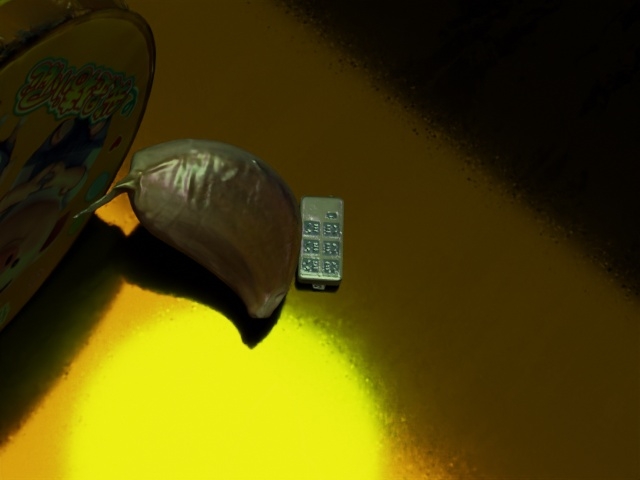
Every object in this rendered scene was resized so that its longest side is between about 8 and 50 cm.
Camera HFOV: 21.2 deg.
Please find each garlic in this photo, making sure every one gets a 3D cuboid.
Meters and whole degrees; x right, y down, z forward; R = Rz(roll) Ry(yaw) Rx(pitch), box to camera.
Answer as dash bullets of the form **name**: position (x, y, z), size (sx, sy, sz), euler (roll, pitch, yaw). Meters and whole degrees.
- **garlic**: position (-0.103, -0.026, 1.464), size (0.198, 0.090, 0.129), euler (32, 61, -25)

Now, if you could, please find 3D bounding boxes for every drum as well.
- **drum**: position (-0.334, -0.065, 1.290), size (0.214, 0.431, 0.431), euler (37, 67, 11)

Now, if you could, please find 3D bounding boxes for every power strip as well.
- **power strip**: position (0.000, 0.000, 1.530), size (0.040, 0.016, 0.090), euler (4, 67, -6)
